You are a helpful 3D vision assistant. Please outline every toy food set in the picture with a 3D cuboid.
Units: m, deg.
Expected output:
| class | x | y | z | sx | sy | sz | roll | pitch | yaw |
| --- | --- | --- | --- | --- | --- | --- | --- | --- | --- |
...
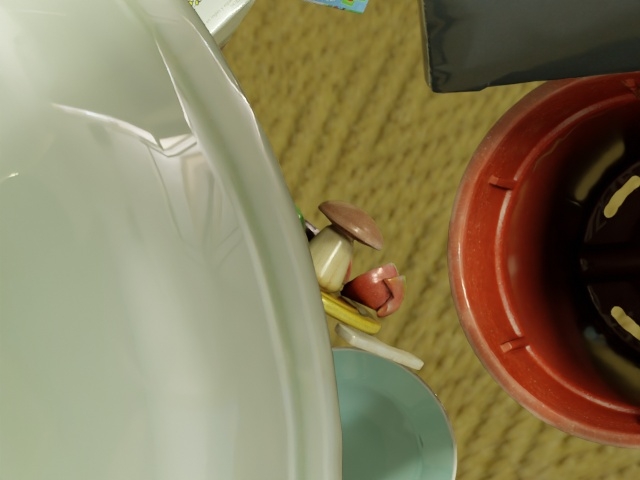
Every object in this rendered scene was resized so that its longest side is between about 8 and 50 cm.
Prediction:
| class | x | y | z | sx | sy | sz | roll | pitch | yaw |
| --- | --- | --- | --- | --- | --- | --- | --- | --- | --- |
| toy food set | 0.000 | 0.000 | 1.079 | 0.218 | 0.128 | 0.071 | 38 | 96 | 37 |

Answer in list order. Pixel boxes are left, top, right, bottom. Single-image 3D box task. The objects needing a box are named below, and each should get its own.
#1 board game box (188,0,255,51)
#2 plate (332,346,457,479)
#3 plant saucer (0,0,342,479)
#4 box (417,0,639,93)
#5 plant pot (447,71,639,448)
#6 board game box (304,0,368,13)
| class | x | y | z | sx | sy | sz | roll | pitch | yaw |
| --- | --- | --- | --- | --- | --- | --- | --- | --- | --- |
| board game box | -0.190 | -0.182 | 0.914 | 0.275 | 0.142 | 0.144 | 46 | 72 | -3 |
| plate | 0.024 | 0.183 | 1.337 | 0.188 | 0.024 | 0.188 | 0 | 93 | 9 |
| plant saucer | -0.189 | 0.063 | 0.322 | 0.400 | 0.100 | 0.400 | -1 | 95 | -6 |
| box | 0.193 | -0.319 | 0.980 | 0.293 | 0.212 | 0.395 | -5 | 60 | 5 |
| plant pot | 0.265 | 0.011 | 1.196 | 0.272 | 0.265 | 0.272 | -1 | 89 | 21 |
| board game box | -0.072 | -0.271 | 1.463 | 0.160 | 0.211 | 0.039 | 34 | 108 | 33 |
